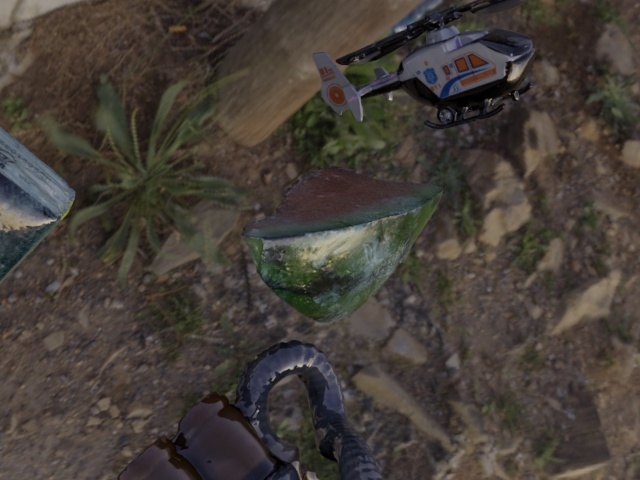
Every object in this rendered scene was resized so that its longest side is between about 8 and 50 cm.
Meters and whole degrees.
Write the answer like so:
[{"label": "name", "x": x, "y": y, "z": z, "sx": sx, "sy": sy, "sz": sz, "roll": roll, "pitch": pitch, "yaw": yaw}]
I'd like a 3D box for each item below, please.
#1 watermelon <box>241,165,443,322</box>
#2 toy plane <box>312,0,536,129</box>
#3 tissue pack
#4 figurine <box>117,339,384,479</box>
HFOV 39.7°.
[{"label": "watermelon", "x": 0.006, "y": 0.005, "z": 0.559, "sx": 0.080, "sy": 0.101, "sz": 0.155, "roll": 26, "pitch": 18, "yaw": 15}, {"label": "toy plane", "x": 0.078, "y": -0.121, "z": 0.631, "sx": 0.053, "sy": 0.197, "sz": 0.078, "roll": -38, "pitch": 112, "yaw": -45}, {"label": "tissue pack", "x": -0.404, "y": -0.011, "z": 0.900, "sx": 0.185, "sy": 0.257, "sz": 0.081, "roll": 41, "pitch": 20, "yaw": -19}, {"label": "figurine", "x": 0.029, "y": 0.263, "z": 0.458, "sx": 0.382, "sy": 0.186, "sz": 0.261, "roll": 44, "pitch": 43, "yaw": 7}]
